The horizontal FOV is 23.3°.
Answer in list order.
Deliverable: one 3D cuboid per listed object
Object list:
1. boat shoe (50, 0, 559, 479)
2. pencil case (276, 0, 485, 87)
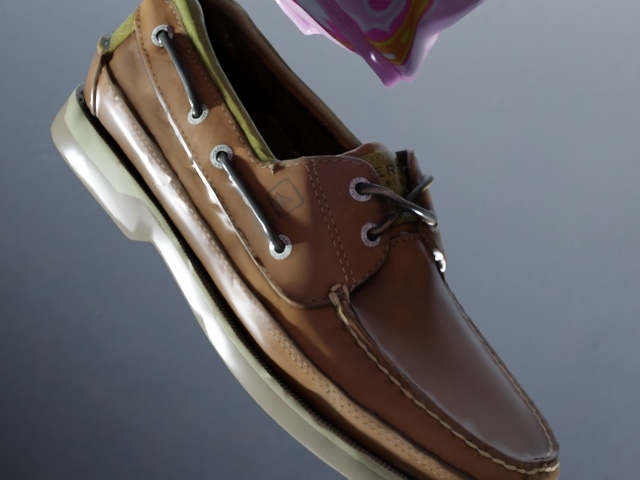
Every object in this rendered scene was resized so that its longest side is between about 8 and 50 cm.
[{"bbox_3d":[0.000,0.000,0.694,0.307,0.111,0.104,43,112,19],"label":"boat shoe"},{"bbox_3d":[0.082,-0.173,0.426,0.284,0.124,0.124,-43,111,2],"label":"pencil case"}]
